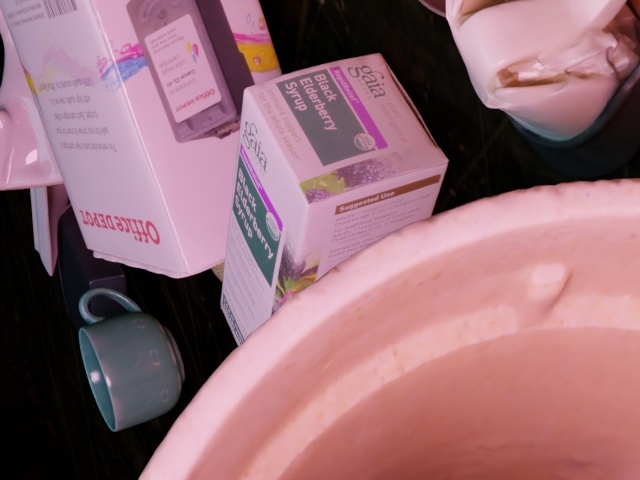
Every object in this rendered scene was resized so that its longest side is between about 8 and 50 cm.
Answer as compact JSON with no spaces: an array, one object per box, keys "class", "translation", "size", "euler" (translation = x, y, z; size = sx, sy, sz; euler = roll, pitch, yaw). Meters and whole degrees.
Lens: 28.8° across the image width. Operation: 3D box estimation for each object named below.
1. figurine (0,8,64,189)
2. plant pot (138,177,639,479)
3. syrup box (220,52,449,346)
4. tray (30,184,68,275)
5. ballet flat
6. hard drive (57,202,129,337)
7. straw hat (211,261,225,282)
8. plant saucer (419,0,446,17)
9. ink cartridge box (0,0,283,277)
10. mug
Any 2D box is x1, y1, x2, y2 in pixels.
[{"class":"figurine","translation":[-0.224,-0.155,1.115],"size":[0.092,0.215,0.209],"euler":[-6,93,27]},{"class":"plant pot","translation":[0.092,0.187,0.472],"size":[0.305,0.334,0.334],"euler":[97,150,-71]},{"class":"syrup box","translation":[0.000,0.000,0.800],"size":[0.093,0.096,0.237],"euler":[61,158,29]},{"class":"tray","translation":[-0.364,-0.082,1.670],"size":[0.270,0.030,0.145],"euler":[104,170,-55]},{"class":"ballet flat","translation":[0.101,-0.103,0.455],"size":[0.095,0.096,0.280],"euler":[64,158,21]},{"class":"hard drive","translation":[-0.312,0.077,1.724],"size":[0.172,0.054,0.255],"euler":[58,156,33]},{"class":"straw hat","translation":[-0.125,-0.009,1.162],"size":[0.144,0.061,0.144],"euler":[51,152,42]},{"class":"plant saucer","translation":[0.061,-0.188,0.581],"size":[0.168,0.029,0.168],"euler":[50,150,45]},{"class":"ink cartridge box","translation":[-0.138,-0.144,0.935],"size":[0.226,0.131,0.306],"euler":[11,123,61]},{"class":"mug","translation":[-0.222,0.139,1.483],"size":[0.129,0.097,0.158],"euler":[37,140,58]}]
